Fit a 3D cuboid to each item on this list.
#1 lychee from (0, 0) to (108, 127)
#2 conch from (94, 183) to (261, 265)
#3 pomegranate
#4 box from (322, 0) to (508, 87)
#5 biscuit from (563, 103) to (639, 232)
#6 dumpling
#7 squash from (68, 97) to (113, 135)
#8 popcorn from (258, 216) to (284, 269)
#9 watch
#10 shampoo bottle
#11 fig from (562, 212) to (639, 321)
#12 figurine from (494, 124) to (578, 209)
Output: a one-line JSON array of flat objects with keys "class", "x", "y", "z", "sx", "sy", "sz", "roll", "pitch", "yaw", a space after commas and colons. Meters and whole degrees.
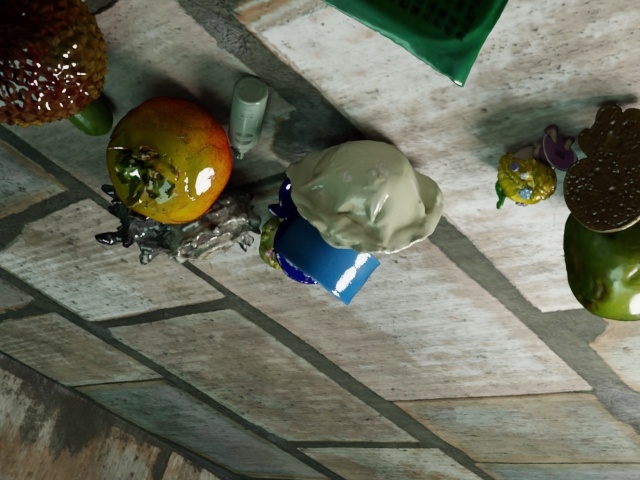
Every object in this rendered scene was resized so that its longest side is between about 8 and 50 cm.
[{"class": "lychee", "x": -0.426, "y": -0.273, "z": 1.262, "sx": 0.236, "sy": 0.236, "sz": 0.271, "roll": 6, "pitch": 173, "yaw": 20}, {"class": "conch", "x": -0.250, "y": -0.030, "z": 1.583, "sx": 0.313, "sy": 0.186, "sz": 0.241, "roll": 14, "pitch": 178, "yaw": -24}, {"class": "pomegranate", "x": -0.251, "y": -0.126, "z": 1.408, "sx": 0.210, "sy": 0.235, "sz": 0.210, "roll": 7, "pitch": 110, "yaw": 19}, {"class": "box", "x": 0.054, "y": -0.349, "z": 0.891, "sx": 0.337, "sy": 0.264, "sz": 0.106, "roll": 27, "pitch": 178, "yaw": -15}, {"class": "biscuit", "x": 0.401, "y": -0.096, "z": 1.185, "sx": 0.124, "sy": 0.175, "sz": 0.026, "roll": 16, "pitch": -165, "yaw": 27}, {"class": "dumpling", "x": 0.071, "y": -0.063, "z": 1.368, "sx": 0.258, "sy": 0.193, "sz": 0.147, "roll": 8, "pitch": 143, "yaw": -7}, {"class": "squash", "x": -0.425, "y": -0.249, "z": 1.460, "sx": 0.066, "sy": 0.066, "sz": 0.201, "roll": -4, "pitch": 144, "yaw": 35}, {"class": "popcorn", "x": -0.070, "y": 0.007, "z": 1.674, "sx": 0.097, "sy": 0.109, "sz": 0.089, "roll": 42, "pitch": -161, "yaw": 30}, {"class": "watch", "x": 0.002, "y": 0.009, "z": 1.494, "sx": 0.196, "sy": 0.171, "sz": 0.200, "roll": 28, "pitch": -176, "yaw": -22}, {"class": "shampoo bottle", "x": -0.121, "y": -0.187, "z": 1.408, "sx": 0.056, "sy": 0.056, "sz": 0.195, "roll": 18, "pitch": 151, "yaw": 0}, {"class": "fig", "x": 0.507, "y": 0.008, "z": 1.296, "sx": 0.275, "sy": 0.206, "sz": 0.206, "roll": -11, "pitch": 150, "yaw": -6}, {"class": "figurine", "x": 0.303, "y": -0.086, "z": 1.284, "sx": 0.095, "sy": 0.115, "sz": 0.156, "roll": 37, "pitch": 149, "yaw": -12}]
